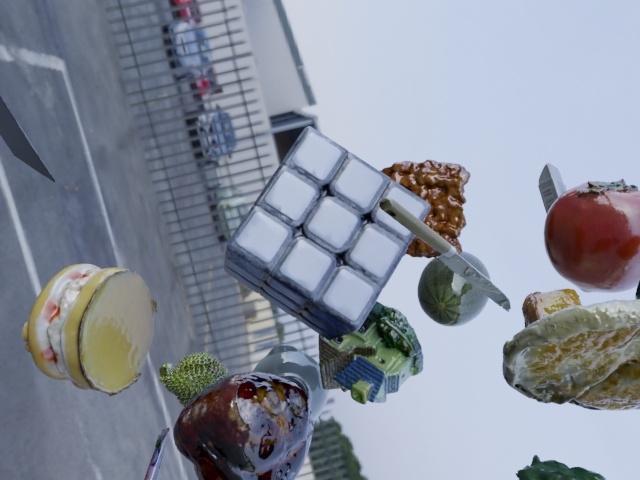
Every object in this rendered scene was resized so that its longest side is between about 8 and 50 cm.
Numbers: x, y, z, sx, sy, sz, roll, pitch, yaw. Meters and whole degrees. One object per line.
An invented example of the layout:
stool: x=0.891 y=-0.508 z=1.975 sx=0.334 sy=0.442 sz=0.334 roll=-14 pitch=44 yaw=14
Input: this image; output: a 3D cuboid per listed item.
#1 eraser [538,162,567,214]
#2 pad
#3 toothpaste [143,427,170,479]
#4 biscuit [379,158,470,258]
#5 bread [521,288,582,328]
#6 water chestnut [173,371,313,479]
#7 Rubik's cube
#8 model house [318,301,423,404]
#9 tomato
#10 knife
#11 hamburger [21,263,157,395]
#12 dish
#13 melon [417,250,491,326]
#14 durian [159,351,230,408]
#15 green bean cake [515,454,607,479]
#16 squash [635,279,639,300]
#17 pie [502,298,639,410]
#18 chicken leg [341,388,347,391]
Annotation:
eraser: x=0.735 y=-0.070 z=2.095 sx=0.089 sy=0.061 sz=0.352 roll=18 pitch=54 yaw=-44
pad: x=-0.678 y=-0.247 z=1.483 sx=0.330 sy=0.004 sz=0.220 roll=25 pitch=-35 yaw=49
toothpaste: x=-0.372 y=0.507 z=1.546 sx=0.045 sy=0.028 sz=0.170 roll=-35 pitch=-144 yaw=53
biscuit: x=0.303 y=-0.098 z=2.152 sx=0.110 sy=0.318 sz=0.312 roll=35 pitch=60 yaw=-70
bread: x=0.599 y=0.243 z=1.703 sx=0.147 sy=0.160 sz=0.261 roll=38 pitch=41 yaw=-70
water chestnut: x=-0.155 y=0.397 z=1.410 sx=0.244 sy=0.289 sz=0.289 roll=11 pitch=-57 yaw=40
Rubik's cube: x=0.000 y=0.000 z=1.426 sx=0.301 sy=0.304 sz=0.305 roll=34 pitch=-16 yaw=-1
model house: x=0.101 y=0.266 z=1.565 sx=0.214 sy=0.189 sz=0.195 roll=30 pitch=-36 yaw=28
tomato: x=0.769 y=-0.008 z=1.856 sx=0.321 sy=0.321 sz=0.322 roll=166 pitch=-90 yaw=-85
knife: x=0.185 y=0.026 z=0.979 sx=0.047 sy=0.298 sz=0.017 roll=-19 pitch=-136 yaw=50
hamburger: x=-0.490 y=0.196 z=1.476 sx=0.303 sy=0.186 sz=0.261 roll=70 pitch=32 yaw=-43
dish: x=-0.092 y=0.366 z=1.625 sx=0.078 sy=0.246 sz=0.224 roll=-152 pitch=-131 yaw=-87
melon: x=0.444 y=0.159 z=2.288 sx=0.301 sy=0.237 sz=0.237 roll=-43 pitch=125 yaw=-58
durian: x=-0.344 y=0.397 z=1.929 sx=0.198 sy=0.159 sz=0.146 roll=30 pitch=34 yaw=-36
green bean cake: x=0.310 y=0.502 z=1.096 sx=0.308 sy=0.300 sz=0.169 roll=-4 pitch=-44 yaw=45
squash: x=0.829 y=0.117 z=1.523 sx=0.165 sy=0.252 sz=0.252 roll=44 pitch=0 yaw=-10
pie: x=0.474 y=0.201 z=1.159 sx=0.339 sy=0.339 sz=0.077 roll=82 pitch=14 yaw=-49
chicken leg: x=0.000 y=0.423 z=2.079 sx=0.053 sy=0.205 sz=0.093 roll=-147 pitch=-117 yaw=-67
